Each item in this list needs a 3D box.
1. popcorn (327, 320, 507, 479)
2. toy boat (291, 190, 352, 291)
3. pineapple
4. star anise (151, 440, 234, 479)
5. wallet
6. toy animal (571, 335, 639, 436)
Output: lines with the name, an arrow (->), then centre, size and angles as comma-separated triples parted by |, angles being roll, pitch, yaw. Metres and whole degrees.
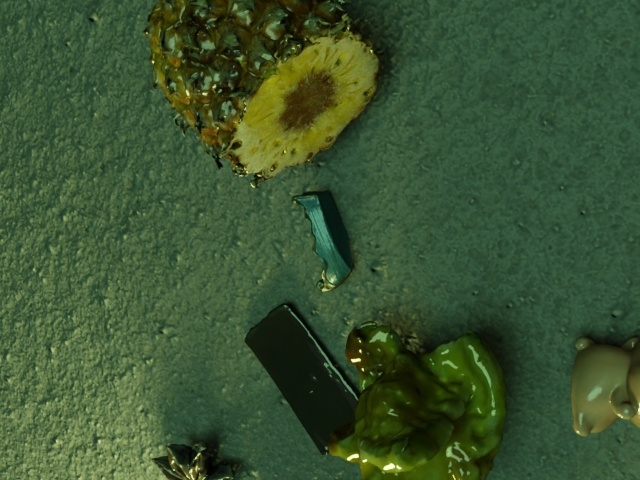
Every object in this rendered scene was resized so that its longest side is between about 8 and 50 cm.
popcorn -> 0.175, 0.292, 1.162 | 0.290, 0.321, 0.325 | 37, 98, -25
toy boat -> 0.000, 0.000, 1.306 | 0.077, 0.075, 0.185 | -19, 97, 25
pineapple -> -0.099, -0.294, 1.150 | 0.300, 0.352, 0.352 | 50, 118, 16
star anise -> -0.256, 0.500, 1.542 | 0.230, 0.081, 0.262 | 24, 122, 20
wallet -> -0.028, 0.265, 1.407 | 0.146, 0.030, 0.285 | -41, 81, 30
toy animal -> 0.478, 0.218, 1.077 | 0.198, 0.171, 0.171 | -5, 99, 29
